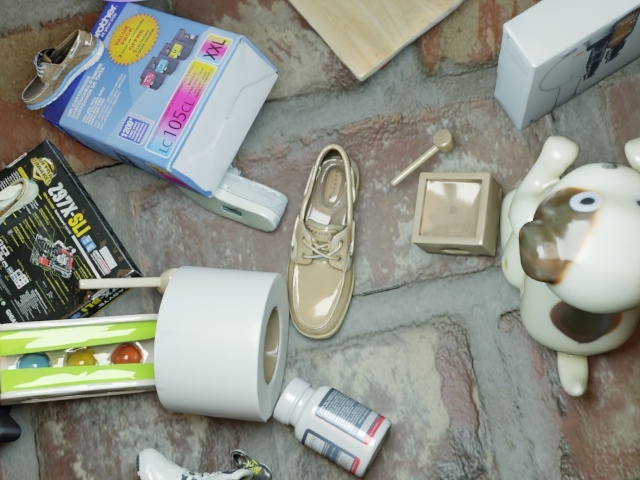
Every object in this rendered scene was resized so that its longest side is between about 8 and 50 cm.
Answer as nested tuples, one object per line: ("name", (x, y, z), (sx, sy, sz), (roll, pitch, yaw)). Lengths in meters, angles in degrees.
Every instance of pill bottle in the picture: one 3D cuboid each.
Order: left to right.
("pill bottle", (0.018, 0.306, 1.517), (0.180, 0.108, 0.108), (28, 82, 13))

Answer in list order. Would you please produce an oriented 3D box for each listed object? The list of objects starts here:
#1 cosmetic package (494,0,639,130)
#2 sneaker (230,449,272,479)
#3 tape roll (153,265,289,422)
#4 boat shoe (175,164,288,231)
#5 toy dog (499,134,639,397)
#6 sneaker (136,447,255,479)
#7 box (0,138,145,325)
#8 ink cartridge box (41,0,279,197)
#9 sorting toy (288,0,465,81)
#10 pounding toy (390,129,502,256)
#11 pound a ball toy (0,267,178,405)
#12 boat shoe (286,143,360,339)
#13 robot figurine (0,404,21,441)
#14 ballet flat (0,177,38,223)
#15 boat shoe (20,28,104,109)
("cosmetic package", (0.479, -0.362, 1.521), (0.377, 0.284, 0.097), (-32, 77, 0))
("sneaker", (-0.122, 0.389, 1.553), (0.083, 0.035, 0.031), (28, 83, 13))
("tape roll", (-0.158, 0.167, 1.501), (0.169, 0.246, 0.246), (5, 78, 9))
("boat shoe", (-0.164, -0.093, 1.658), (0.227, 0.079, 0.081), (24, 62, 13))
("toy dog", (0.397, 0.023, 1.378), (0.284, 0.408, 0.395), (17, 79, 12))
("sneaker", (-0.186, 0.403, 1.515), (0.235, 0.094, 0.153), (45, 98, 14))
("box", (-0.519, 0.013, 1.673), (0.257, 0.079, 0.322), (-36, 75, -4))
("ink cartridge box", (-0.314, -0.270, 1.639), (0.395, 0.151, 0.270), (22, 80, 33))
("sorting toy", (0.096, -0.454, 1.692), (0.255, 0.089, 0.257), (-38, 76, -2))
("pounding toy", (0.221, -0.083, 1.590), (0.181, 0.094, 0.206), (2, 76, 27))
("pound a ball toy", (-0.392, 0.166, 1.570), (0.319, 0.136, 0.208), (-3, 75, -19))
("boat shoe", (0.000, 0.000, 1.588), (0.122, 0.110, 0.341), (3, 77, 8))
("robot figurine", (-0.657, 0.277, 1.577), (0.278, 0.173, 0.209), (38, 46, 14))
("ballet flat", (-0.588, -0.060, 1.633), (0.168, 0.052, 0.057), (-39, 75, -2))
("boat shoe", (-0.472, -0.310, 1.606), (0.183, 0.066, 0.066), (-40, 51, 9))
